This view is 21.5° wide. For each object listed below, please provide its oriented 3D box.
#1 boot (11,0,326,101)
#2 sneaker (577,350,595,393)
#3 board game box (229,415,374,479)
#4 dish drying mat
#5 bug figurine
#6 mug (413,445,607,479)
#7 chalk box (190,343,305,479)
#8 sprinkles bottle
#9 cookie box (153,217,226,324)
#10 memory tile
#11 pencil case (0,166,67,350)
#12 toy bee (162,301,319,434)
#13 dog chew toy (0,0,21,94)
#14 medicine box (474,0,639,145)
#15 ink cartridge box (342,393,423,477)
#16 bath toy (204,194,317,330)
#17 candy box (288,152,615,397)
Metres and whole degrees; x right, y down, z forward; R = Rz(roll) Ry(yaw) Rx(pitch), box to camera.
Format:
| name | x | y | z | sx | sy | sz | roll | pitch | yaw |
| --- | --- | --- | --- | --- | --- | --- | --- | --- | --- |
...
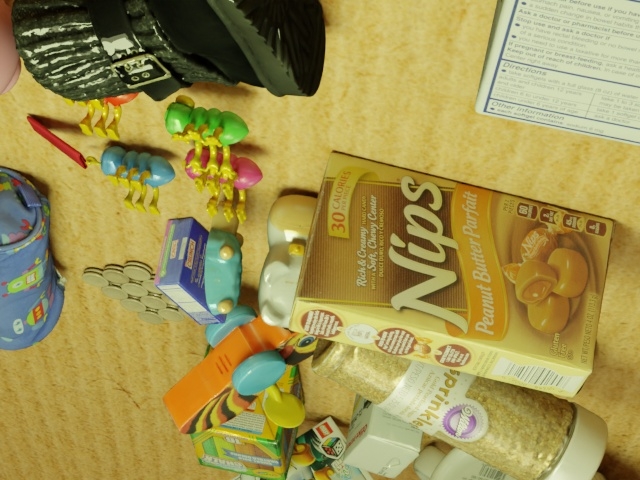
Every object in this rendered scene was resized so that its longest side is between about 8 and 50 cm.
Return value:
| name | x | y | z | sx | sy | sz | roll | pitch | yaw |
| --- | --- | --- | --- | --- | --- | --- | --- | --- | --- |
| boot | -0.159 | -0.226 | 1.474 | 0.260 | 0.131 | 0.348 | 4 | 152 | 17 |
| sneaker | 0.248 | 0.116 | 2.039 | 0.118 | 0.083 | 0.222 | 18 | 167 | 35 |
| board game box | 0.017 | 0.427 | 2.419 | 0.193 | 0.305 | 0.053 | -32 | 155 | -9 |
| dish drying mat | -0.289 | -0.109 | 1.855 | 0.083 | 0.008 | 0.032 | 36 | 166 | 24 |
| bug figurine | -0.170 | -0.106 | 1.774 | 0.216 | 0.072 | 0.279 | 14 | 159 | 12 |
| mug | 0.273 | 0.409 | 2.411 | 0.328 | 0.276 | 0.374 | 45 | 170 | -37 |
| chalk box | -0.101 | 0.253 | 2.377 | 0.132 | 0.132 | 0.213 | 9 | 153 | 9 |
| sprinkles bottle | 0.166 | 0.186 | 2.017 | 0.355 | 0.121 | 0.121 | 29 | 151 | -9 |
| cookie box | -0.149 | 0.038 | 2.026 | 0.040 | 0.092 | 0.107 | -7 | 146 | 29 |
| memory tile | -0.230 | 0.069 | 2.212 | 0.113 | 0.012 | 0.148 | -10 | 145 | 38 |
| pencil case | -0.383 | 0.026 | 2.077 | 0.133 | 0.119 | 0.306 | -26 | 157 | -15 |
| toy bee | -0.055 | 0.141 | 2.114 | 0.298 | 0.195 | 0.162 | -26 | 159 | 38 |
| dog chew toy | -0.416 | -0.218 | 1.547 | 0.206 | 0.207 | 0.332 | -12 | 152 | 40 |
| medicine box | 0.277 | -0.202 | 1.304 | 0.263 | 0.149 | 0.289 | 12 | 153 | 2 |
| ink cartridge box | 0.091 | 0.195 | 2.129 | 0.072 | 0.175 | 0.127 | 17 | 153 | -8 |
| bath toy | 0.045 | 0.036 | 1.902 | 0.348 | 0.151 | 0.129 | 10 | -172 | -2 |
| candy box | 0.140 | 0.037 | 1.791 | 0.316 | 0.183 | 0.087 | 14 | 152 | -2 |
